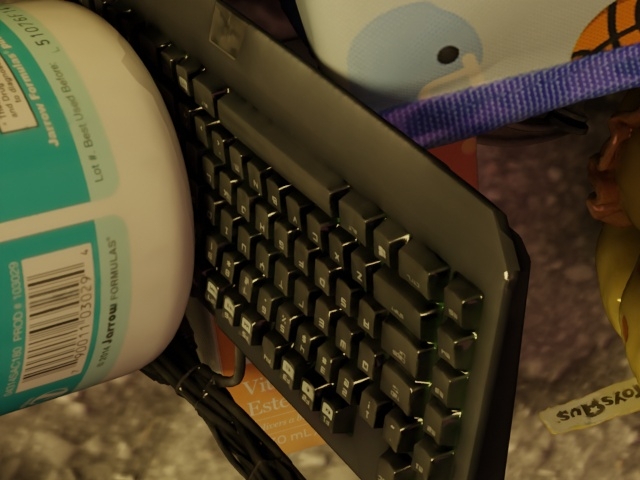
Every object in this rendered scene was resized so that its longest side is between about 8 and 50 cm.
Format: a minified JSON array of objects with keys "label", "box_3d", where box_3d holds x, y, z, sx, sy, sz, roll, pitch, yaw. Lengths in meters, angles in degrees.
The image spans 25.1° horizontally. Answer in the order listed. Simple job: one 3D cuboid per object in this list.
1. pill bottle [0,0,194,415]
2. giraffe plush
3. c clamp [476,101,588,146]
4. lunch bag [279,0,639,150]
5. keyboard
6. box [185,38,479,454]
[{"label":"pill bottle","box_3d":[-0.185,0.007,0.475,0.264,0.146,0.146,-15,126,-34]},{"label":"giraffe plush","box_3d":[0.187,-0.017,0.664,0.210,0.181,0.170,-27,127,-22]},{"label":"c clamp","box_3d":[0.124,-0.109,0.684,0.137,0.022,0.160,17,112,-27]},{"label":"lunch bag","box_3d":[0.147,-0.247,0.485,0.385,0.239,0.328,-14,122,-2]},{"label":"keyboard","box_3d":[-0.036,0.012,0.527,0.033,0.317,0.201,-16,125,-26]},{"label":"box","box_3d":[0.000,0.000,0.664,0.130,0.091,0.170,-14,124,-11]}]
